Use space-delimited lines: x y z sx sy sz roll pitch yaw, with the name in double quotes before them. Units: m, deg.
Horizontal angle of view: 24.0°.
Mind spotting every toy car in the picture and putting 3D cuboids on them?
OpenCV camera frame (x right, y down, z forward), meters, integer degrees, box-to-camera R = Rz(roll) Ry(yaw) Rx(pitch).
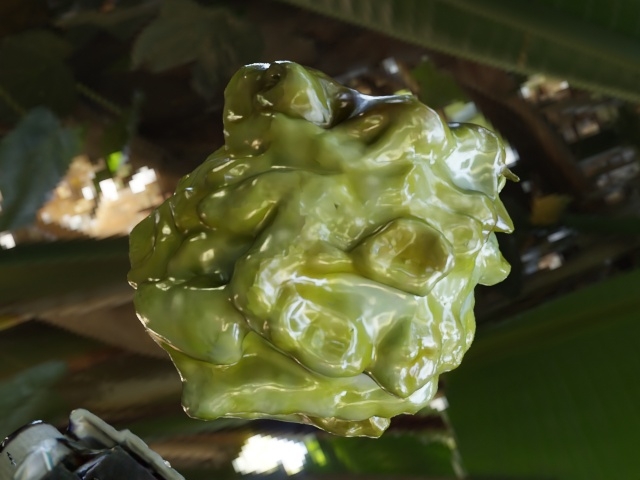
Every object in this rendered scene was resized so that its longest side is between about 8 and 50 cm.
"toy car" -0.196 0.260 1.095 0.172 0.235 0.158 36 -29 27

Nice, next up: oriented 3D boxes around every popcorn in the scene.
"popcorn" 0.003 0.017 1.210 0.312 0.312 0.312 57 -20 35

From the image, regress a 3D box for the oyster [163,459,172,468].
"oyster" -0.206 0.237 1.280 0.045 0.146 0.121 84 16 -75
